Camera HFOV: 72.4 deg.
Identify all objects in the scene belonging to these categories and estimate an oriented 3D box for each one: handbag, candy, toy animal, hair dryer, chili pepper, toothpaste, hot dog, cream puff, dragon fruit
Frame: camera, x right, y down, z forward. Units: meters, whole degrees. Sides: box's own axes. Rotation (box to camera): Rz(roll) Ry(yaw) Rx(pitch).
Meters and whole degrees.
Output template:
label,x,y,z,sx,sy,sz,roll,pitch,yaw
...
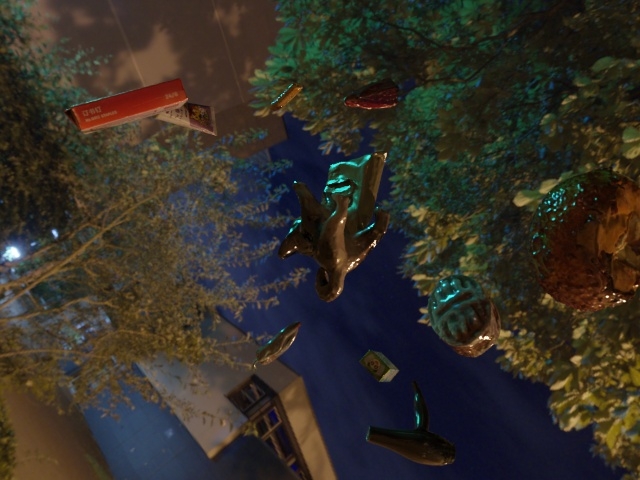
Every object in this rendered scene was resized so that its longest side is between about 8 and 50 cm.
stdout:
label,x,y,z,sx,sy,sz,roll,pitch,yaw
handbag,0.109,-0.163,1.579,0.109,0.316,0.253,26,-19,-38
candy,0.483,0.252,1.476,0.157,0.214,0.289,42,24,-31
candy,0.211,0.446,1.543,0.097,0.062,0.194,43,1,25
toy animal,0.000,0.000,1.302,0.344,0.194,0.303,25,-83,56
hair dryer,0.209,0.411,1.028,0.195,0.219,0.075,14,-60,2
chili pepper,-0.101,0.247,1.027,0.041,0.153,0.050,47,-15,24
toothpaste,-0.490,-0.446,1.532,0.073,0.299,0.114,-17,-101,40
hot dog,-0.097,-0.403,1.227,0.137,0.044,0.028,-25,-95,52
cream puff,0.610,0.001,1.014,0.228,0.350,0.350,-1,-62,57
dragon fruit,0.114,-0.343,1.005,0.097,0.131,0.063,77,0,-83

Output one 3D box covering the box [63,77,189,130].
label,x,y,z,sx,sy,sz,roll,pitch,yaw
box,-0.399,-0.277,0.908,0.123,0.229,0.050,19,-51,65
